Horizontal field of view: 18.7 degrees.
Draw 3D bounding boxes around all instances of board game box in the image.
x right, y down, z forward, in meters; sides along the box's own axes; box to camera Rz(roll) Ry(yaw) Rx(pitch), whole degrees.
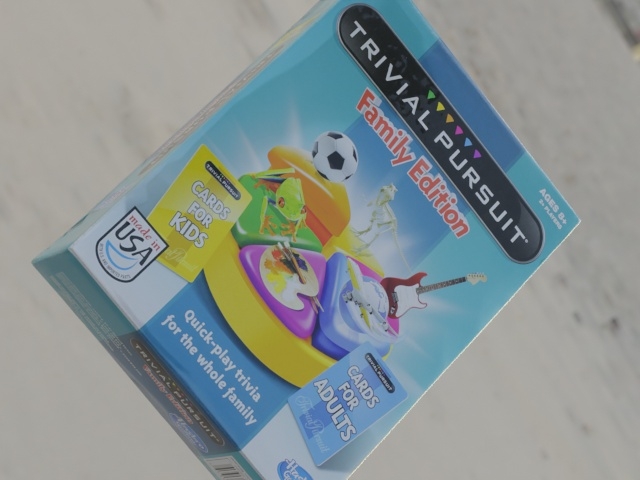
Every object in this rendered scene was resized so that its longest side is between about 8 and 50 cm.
[{"bbox_3d":[0.000,0.000,1.400,0.254,0.336,0.079,51,-27,-12],"label":"board game box"}]
